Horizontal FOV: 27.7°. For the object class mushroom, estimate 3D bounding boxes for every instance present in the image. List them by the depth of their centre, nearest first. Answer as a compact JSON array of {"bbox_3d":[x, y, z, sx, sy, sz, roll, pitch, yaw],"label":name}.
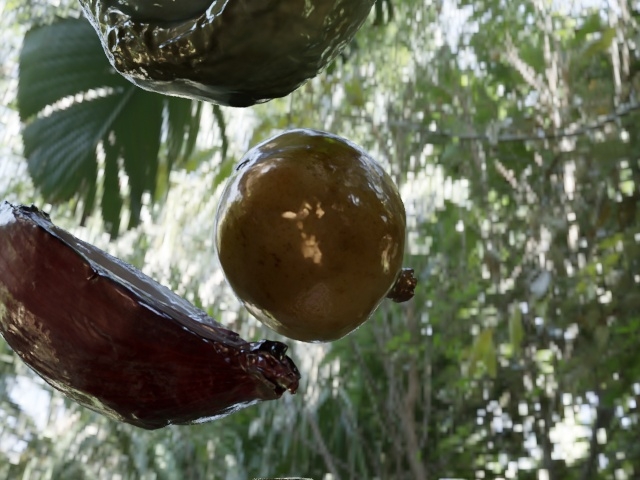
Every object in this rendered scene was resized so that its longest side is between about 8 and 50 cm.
[{"bbox_3d":[-0.069,-0.179,0.951,0.267,0.164,0.189,3,-11,31],"label":"mushroom"}]

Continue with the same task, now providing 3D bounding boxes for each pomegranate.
[{"bbox_3d":[0.000,0.000,1.132,0.196,0.196,0.196,3,-46,3],"label":"pomegranate"}]

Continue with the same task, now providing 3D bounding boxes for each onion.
[{"bbox_3d":[-0.145,0.081,1.014,0.284,0.120,0.227,26,-4,26],"label":"onion"}]

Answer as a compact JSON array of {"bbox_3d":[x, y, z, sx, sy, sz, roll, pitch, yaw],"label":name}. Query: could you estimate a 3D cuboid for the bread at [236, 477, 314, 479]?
[{"bbox_3d":[-0.095,0.310,0.926,0.325,0.167,0.277,-2,-56,16],"label":"bread"}]
